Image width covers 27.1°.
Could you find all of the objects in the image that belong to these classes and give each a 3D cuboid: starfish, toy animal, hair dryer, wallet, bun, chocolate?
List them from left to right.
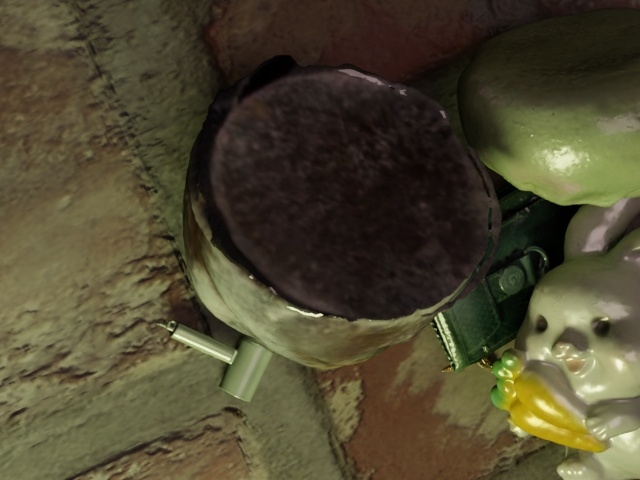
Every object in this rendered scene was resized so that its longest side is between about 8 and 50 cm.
[{"bbox_3d":[-0.114,0.114,1.366,0.124,0.038,0.063,26,86,-14],"label":"hair dryer"},{"bbox_3d":[0.000,0.000,1.302,0.303,0.213,0.303,10,55,-14],"label":"chocolate"},{"bbox_3d":[0.174,0.125,1.480,0.086,0.016,0.092,-48,111,-8],"label":"starfish"},{"bbox_3d":[0.215,0.023,1.461,0.236,0.055,0.160,-28,106,-18],"label":"wallet"},{"bbox_3d":[0.280,-0.120,1.372,0.283,0.283,0.179,-21,119,-17],"label":"bun"},{"bbox_3d":[0.320,0.123,1.418,0.247,0.183,0.310,-36,113,-23],"label":"toy animal"}]
